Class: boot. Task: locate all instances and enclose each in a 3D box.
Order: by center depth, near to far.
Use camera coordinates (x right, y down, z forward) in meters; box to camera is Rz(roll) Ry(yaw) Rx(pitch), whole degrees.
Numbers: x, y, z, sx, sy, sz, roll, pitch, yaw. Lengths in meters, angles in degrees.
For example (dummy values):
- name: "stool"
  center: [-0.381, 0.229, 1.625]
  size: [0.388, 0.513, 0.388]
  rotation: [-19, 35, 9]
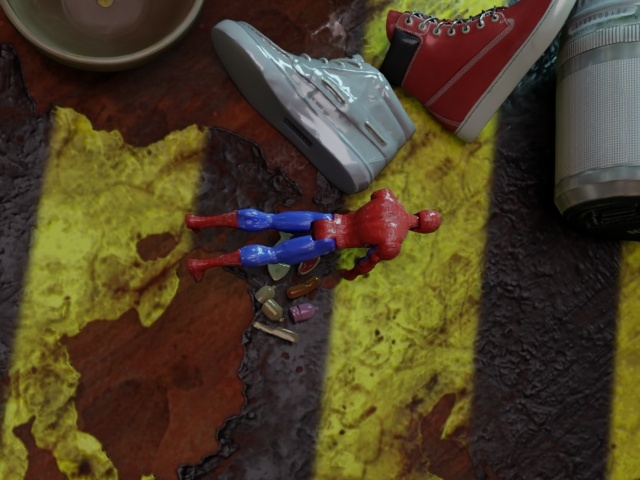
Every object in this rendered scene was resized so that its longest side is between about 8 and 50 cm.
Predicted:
- name: "boot"
  center: [0.179, -0.257, 1.234]
  size: [0.176, 0.088, 0.244]
  rotation: [38, 115, 1]
- name: "boot"
  center: [-0.005, -0.184, 1.246]
  size: [0.258, 0.095, 0.123]
  rotation: [47, 71, -7]

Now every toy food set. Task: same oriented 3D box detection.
- name: "toy food set"
  center: [-0.034, 0.057, 1.229]
  size: [0.078, 0.019, 0.122]
  rotation: [22, 70, -5]

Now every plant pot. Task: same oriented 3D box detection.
- name: "plant pot"
  center: [-0.250, -0.297, 1.208]
  size: [0.237, 0.110, 0.237]
  rotation: [2, 80, -10]

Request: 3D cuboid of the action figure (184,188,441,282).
- name: "action figure"
  center: [0.000, 0.000, 1.205]
  size: [0.280, 0.139, 0.091]
  rotation: [-7, 76, 9]

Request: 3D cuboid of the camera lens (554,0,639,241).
- name: "camera lens"
  center: [0.386, -0.145, 1.226]
  size: [0.219, 0.219, 0.274]
  rotation: [4, 80, -8]
